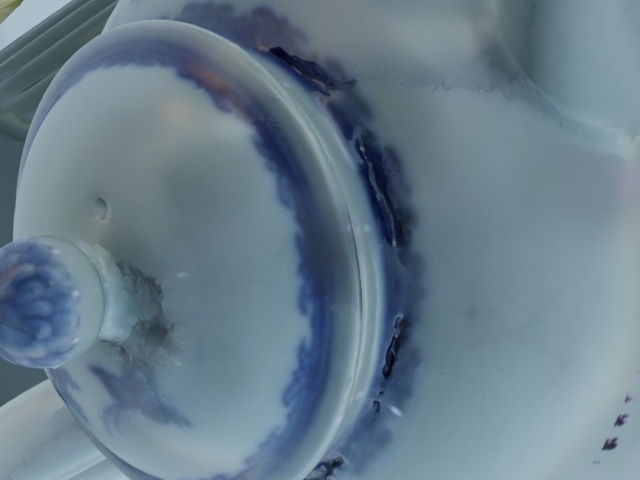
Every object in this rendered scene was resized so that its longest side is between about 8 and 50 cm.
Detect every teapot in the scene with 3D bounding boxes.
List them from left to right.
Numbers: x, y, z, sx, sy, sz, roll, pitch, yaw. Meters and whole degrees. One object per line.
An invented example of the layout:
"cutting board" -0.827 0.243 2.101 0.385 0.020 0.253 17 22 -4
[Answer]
"teapot" 0.000 0.000 0.637 0.424 0.280 0.252 -41 71 43

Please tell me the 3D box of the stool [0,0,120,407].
"stool" -0.038 -0.037 1.051 0.297 0.330 0.297 27 137 29

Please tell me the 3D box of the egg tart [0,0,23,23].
"egg tart" -0.131 -0.105 0.335 0.315 0.315 0.120 -30 61 17
